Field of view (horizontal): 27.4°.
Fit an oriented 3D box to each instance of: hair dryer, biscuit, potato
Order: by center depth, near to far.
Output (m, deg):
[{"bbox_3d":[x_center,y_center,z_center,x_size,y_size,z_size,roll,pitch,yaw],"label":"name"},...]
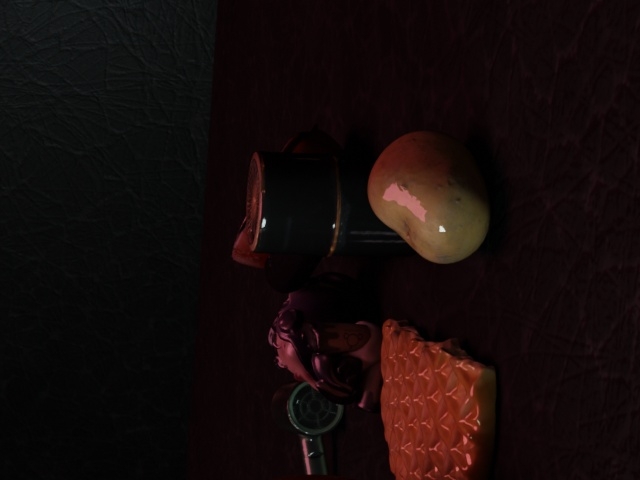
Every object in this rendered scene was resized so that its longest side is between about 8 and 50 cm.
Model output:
[{"bbox_3d":[0.100,-0.043,1.201,0.147,0.112,0.112,-119,30,-52],"label":"potato"},{"bbox_3d":[0.107,0.190,1.319,0.309,0.040,0.204,-159,69,-77],"label":"biscuit"},{"bbox_3d":[0.000,0.000,1.468,0.352,0.189,0.107,122,149,-70],"label":"hair dryer"},{"bbox_3d":[-0.014,0.316,1.817,0.195,0.078,0.248,144,120,-76],"label":"hair dryer"}]

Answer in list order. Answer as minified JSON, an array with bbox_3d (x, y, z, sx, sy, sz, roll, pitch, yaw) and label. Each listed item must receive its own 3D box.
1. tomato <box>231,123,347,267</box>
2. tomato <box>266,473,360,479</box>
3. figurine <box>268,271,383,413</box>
[{"bbox_3d":[-0.020,-0.034,1.647,0.199,0.112,0.228,-60,-6,19],"label":"tomato"},{"bbox_3d":[-0.009,0.361,1.179,0.321,0.321,0.321,180,90,-77],"label":"tomato"},{"bbox_3d":[0.009,0.110,1.579,0.222,0.145,0.145,-150,59,-64],"label":"figurine"}]
